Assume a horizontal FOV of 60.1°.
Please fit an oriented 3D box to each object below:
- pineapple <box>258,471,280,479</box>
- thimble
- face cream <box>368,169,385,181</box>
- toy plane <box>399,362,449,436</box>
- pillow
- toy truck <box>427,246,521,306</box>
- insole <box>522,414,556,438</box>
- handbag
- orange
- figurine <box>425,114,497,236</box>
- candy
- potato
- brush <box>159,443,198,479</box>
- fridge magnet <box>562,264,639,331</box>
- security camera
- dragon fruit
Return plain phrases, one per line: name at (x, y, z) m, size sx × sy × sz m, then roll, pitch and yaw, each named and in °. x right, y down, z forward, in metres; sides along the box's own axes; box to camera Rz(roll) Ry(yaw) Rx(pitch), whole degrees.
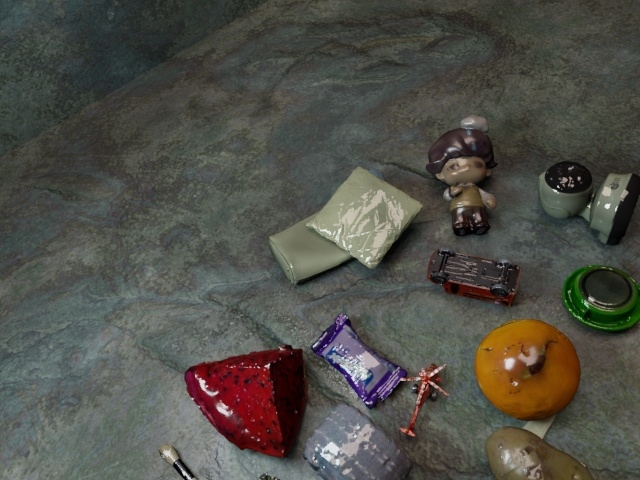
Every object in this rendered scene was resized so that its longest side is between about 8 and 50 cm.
pineapple at (-0.111, 0.645, 1.315) m, size 0.108 × 0.108 × 0.198 m, roll -20°, pitch 44°, yaw -3°
thimble at (0.085, 0.519, 1.309) m, size 0.236 × 0.205 × 0.172 m, roll 40°, pitch 72°, yaw 9°
face cream at (0.198, -0.139, 1.886) m, size 0.075 × 0.075 × 0.230 m, roll -11°, pitch 51°, yaw 5°
toy plane at (0.270, 0.410, 1.430) m, size 0.126 × 0.077 × 0.194 m, roll -4°, pitch 59°, yaw 15°
pillow at (0.142, -0.077, 1.771) m, size 0.280 × 0.076 × 0.274 m, roll 33°, pitch 77°, yaw 26°
toy truck at (0.439, 0.109, 1.602) m, size 0.252 × 0.114 × 0.108 m, roll 11°, pitch 56°, yaw 20°
insole at (0.512, 0.479, 1.352) m, size 0.063 × 0.010 × 0.192 m, roll 32°, pitch 65°, yaw 32°
handbag at (0.000, 0.000, 1.807) m, size 0.315 × 0.109 × 0.241 m, roll -28°, pitch 52°, yaw -14°
orange at (0.501, 0.308, 1.347) m, size 0.245 × 0.246 × 0.246 m, roll -7°, pitch 51°, yaw 8°
figurine at (0.460, -0.206, 1.792) m, size 0.217 × 0.206 × 0.365 m, roll -12°, pitch 50°, yaw 22°
candy at (0.100, 0.330, 1.536) m, size 0.145 × 0.070 × 0.275 m, roll -42°, pitch 58°, yaw -12°
potato at (0.484, 0.527, 1.225) m, size 0.262 × 0.165 × 0.165 m, roll 31°, pitch 64°, yaw 20°
brush at (-0.323, 0.626, 1.419) m, size 0.299 × 0.042 × 0.039 m, roll 34°, pitch 63°, yaw 32°
fridge magnet at (0.769, 0.150, 1.503) m, size 0.207 × 0.088 × 0.208 m, roll -7°, pitch 50°, yaw 9°
security camera at (0.794, -0.134, 1.663) m, size 0.277 × 0.191 × 0.197 m, roll 21°, pitch 61°, yaw 28°
dragon fruit at (-0.200, 0.369, 1.471) m, size 0.329 × 0.241 × 0.302 m, roll 10°, pitch 36°, yaw 12°
